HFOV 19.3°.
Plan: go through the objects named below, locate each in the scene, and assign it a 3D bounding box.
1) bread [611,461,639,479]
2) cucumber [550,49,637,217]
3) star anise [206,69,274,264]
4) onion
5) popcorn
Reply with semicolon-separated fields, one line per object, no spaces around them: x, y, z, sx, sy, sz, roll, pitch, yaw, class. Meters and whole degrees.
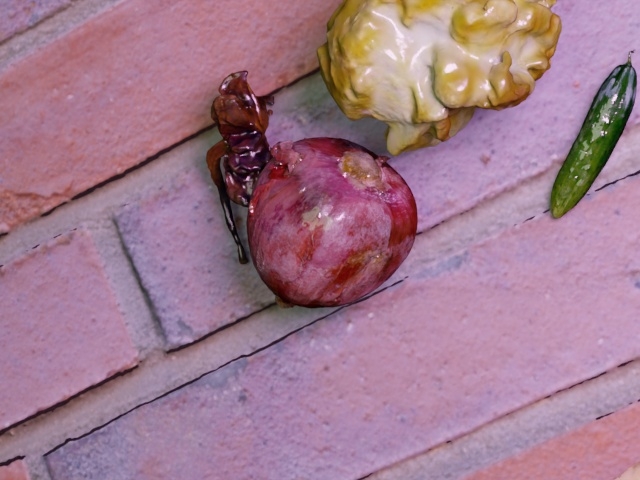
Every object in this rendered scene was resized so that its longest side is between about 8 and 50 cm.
0.310;0.370;1.505;0.236;0.165;0.375;-39;60;6;bread
0.249;-0.093;1.690;0.039;0.039;0.168;30;102;21;cucumber
-0.074;-0.068;1.810;0.070;0.097;0.191;-7;104;6;star anise
0.000;0.000;1.747;0.159;0.159;0.195;42;129;19;onion
0.106;-0.185;1.666;0.221;0.204;0.184;-34;91;37;popcorn
